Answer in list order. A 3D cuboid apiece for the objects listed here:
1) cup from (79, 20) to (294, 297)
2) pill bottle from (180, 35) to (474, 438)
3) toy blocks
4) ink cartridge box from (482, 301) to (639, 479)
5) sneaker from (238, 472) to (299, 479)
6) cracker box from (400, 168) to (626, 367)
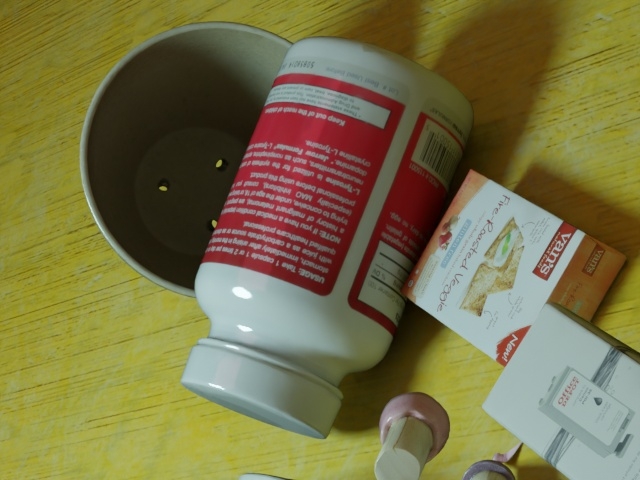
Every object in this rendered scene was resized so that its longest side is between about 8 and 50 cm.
[{"bbox_3d":[-0.133,-0.077,2.362,0.237,0.331,0.331,139,153,-77],"label":"cup"},{"bbox_3d":[0.000,0.000,2.138,0.229,0.229,0.408,4,69,56],"label":"pill bottle"},{"bbox_3d":[0.079,0.326,1.835,0.288,0.309,0.260,-37,5,17],"label":"toy blocks"},{"bbox_3d":[0.295,0.183,1.590,0.117,0.207,0.283,-58,31,3],"label":"ink cartridge box"},{"bbox_3d":[-0.049,0.317,2.044,0.290,0.105,0.123,122,157,-71],"label":"sneaker"},{"bbox_3d":[0.193,0.036,1.987,0.156,0.067,0.232,-60,32,3],"label":"cracker box"}]
